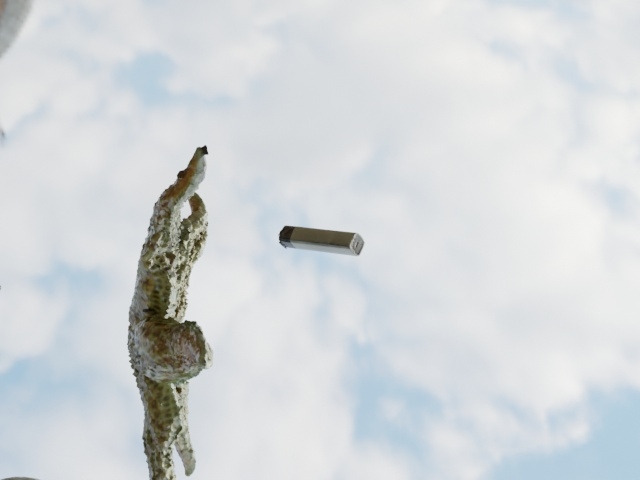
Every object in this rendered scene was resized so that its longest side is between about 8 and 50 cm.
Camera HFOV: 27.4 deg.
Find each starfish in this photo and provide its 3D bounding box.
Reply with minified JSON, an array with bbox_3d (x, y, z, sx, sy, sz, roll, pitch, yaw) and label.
[{"bbox_3d":[-0.130,0.102,1.147,0.078,0.347,0.358,3,-101,-10],"label":"starfish"}]

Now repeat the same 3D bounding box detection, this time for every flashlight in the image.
[{"bbox_3d":[0.000,0.000,1.141,0.083,0.018,0.018,6,-119,40],"label":"flashlight"}]

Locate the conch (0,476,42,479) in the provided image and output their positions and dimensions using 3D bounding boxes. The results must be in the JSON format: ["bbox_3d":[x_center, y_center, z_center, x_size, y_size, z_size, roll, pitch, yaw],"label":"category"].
[{"bbox_3d":[-0.258,0.265,1.111,0.116,0.106,0.173,9,-141,-36],"label":"conch"}]
